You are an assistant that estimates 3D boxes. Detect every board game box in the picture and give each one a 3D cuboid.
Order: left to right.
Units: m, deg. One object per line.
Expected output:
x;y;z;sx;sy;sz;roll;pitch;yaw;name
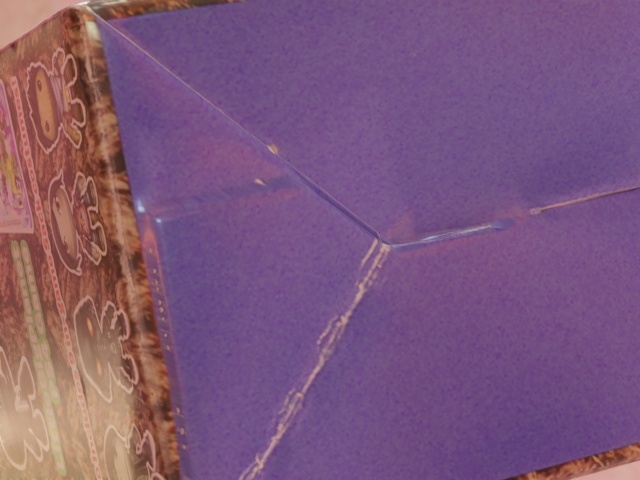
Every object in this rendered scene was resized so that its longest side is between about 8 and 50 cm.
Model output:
0.000;0.000;0.618;0.291;0.232;0.141;172;87;-67;board game box
